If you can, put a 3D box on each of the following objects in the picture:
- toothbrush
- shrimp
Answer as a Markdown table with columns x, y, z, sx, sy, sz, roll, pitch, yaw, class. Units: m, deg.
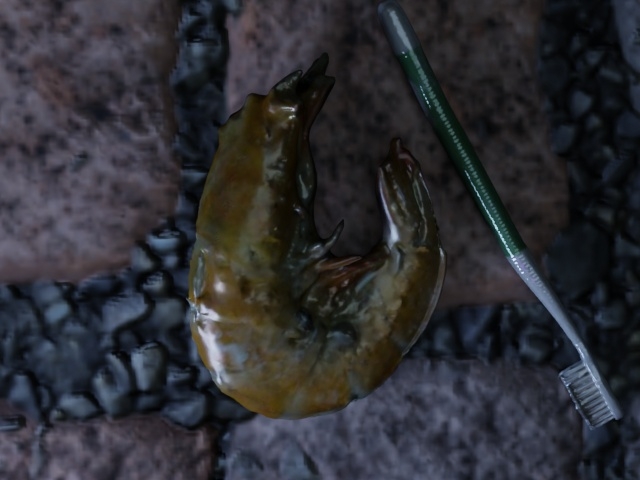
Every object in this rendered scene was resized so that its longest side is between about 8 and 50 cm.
| x | y | z | sx | sy | sz | roll | pitch | yaw | class |
| --- | --- | --- | --- | --- | --- | --- | --- | --- | --- |
| 0.094 | -0.012 | 0.777 | 0.024 | 0.018 | 0.257 | -29 | 99 | 0 | toothbrush |
| -0.002 | -0.001 | 0.752 | 0.132 | 0.051 | 0.188 | 0 | 102 | -21 | shrimp |
